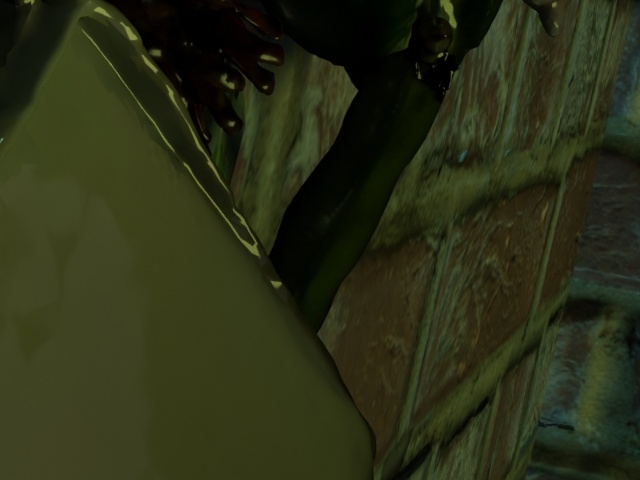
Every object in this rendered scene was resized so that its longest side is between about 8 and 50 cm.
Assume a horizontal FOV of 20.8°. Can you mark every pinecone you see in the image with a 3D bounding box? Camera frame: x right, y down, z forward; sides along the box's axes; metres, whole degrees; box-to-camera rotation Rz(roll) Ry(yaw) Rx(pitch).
[{"bbox_3d":[-0.062,-0.068,0.572,0.109,0.102,0.102,-51,174,18],"label":"pinecone"}]

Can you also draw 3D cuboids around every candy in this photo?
[{"bbox_3d":[-0.084,0.066,0.383,0.195,0.137,0.185,59,31,-36],"label":"candy"}]

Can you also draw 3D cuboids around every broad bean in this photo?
[{"bbox_3d":[0.000,-0.001,0.812,0.060,0.043,0.297,-72,-171,-50],"label":"broad bean"}]

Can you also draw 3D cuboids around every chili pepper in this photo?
[{"bbox_3d":[0.019,-0.146,0.809,0.148,0.116,0.264,-66,167,7],"label":"chili pepper"}]

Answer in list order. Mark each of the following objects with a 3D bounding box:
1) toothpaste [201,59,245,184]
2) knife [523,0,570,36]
[{"bbox_3d":[-0.063,0.006,0.759,0.048,0.029,0.197,82,22,-58],"label":"toothpaste"},{"bbox_3d":[0.086,-0.277,0.832,0.132,0.038,0.398,44,38,-50],"label":"knife"}]
